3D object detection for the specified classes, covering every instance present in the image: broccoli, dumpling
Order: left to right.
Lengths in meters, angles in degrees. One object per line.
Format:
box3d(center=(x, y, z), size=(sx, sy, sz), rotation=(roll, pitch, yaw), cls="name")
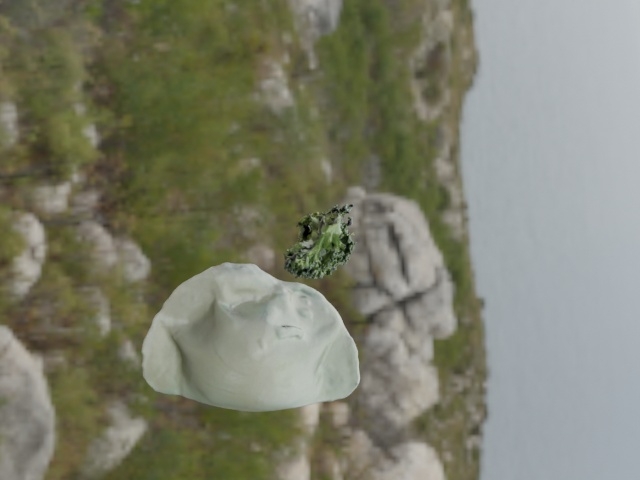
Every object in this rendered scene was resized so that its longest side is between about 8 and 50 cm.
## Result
box3d(center=(-0.068, 0.100, 1.385), size=(0.124, 0.229, 0.151), rotation=(-157, -106, -76), cls="dumpling")
box3d(center=(0.000, 0.000, 1.576), size=(0.092, 0.097, 0.095), rotation=(97, -18, -48), cls="broccoli")
